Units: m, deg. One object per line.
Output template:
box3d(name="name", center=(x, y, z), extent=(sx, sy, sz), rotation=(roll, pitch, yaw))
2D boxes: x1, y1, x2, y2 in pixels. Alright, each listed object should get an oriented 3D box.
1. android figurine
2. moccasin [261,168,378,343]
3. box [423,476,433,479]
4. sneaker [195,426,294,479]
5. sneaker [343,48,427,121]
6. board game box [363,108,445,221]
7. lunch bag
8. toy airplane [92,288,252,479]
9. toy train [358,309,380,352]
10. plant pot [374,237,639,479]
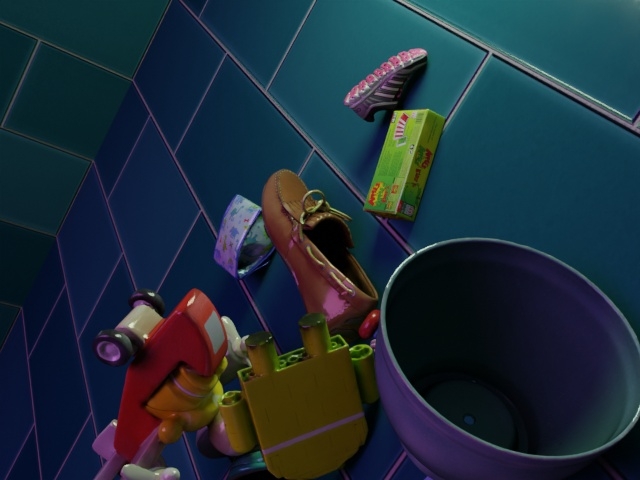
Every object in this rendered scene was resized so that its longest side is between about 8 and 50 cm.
box3d(name="android figurine", center=(-0.024, 0.248, 1.187), extent=(0.056, 0.248, 0.273), rotation=(-137, 30, -64))
box3d(name="moccasin", center=(-0.003, -0.001, 1.374), extent=(0.147, 0.139, 0.380), rotation=(-51, 37, 25))
box3d(name="box", center=(0.119, 0.387, 0.998), extent=(0.179, 0.043, 0.105), rotation=(-43, 31, -13))
box3d(name="sneaker", center=(-0.131, 0.389, 1.376), extent=(0.295, 0.124, 0.178), rotation=(-32, 39, 42))
box3d(name="sneaker", center=(0.127, -0.274, 1.411), extent=(0.170, 0.075, 0.063), rotation=(-36, 23, 10))
box3d(name="board game box", center=(0.140, -0.127, 1.322), extent=(0.092, 0.043, 0.181), rotation=(11, 81, 57))
box3d(name="lunch bag", center=(-0.157, -0.001, 1.641), extent=(0.151, 0.096, 0.129), rotation=(-58, 33, -1))
box3d(name="toy airplane", center=(-0.233, 0.292, 1.282), extent=(0.384, 0.272, 0.386), rotation=(95, -163, -76))
box3d(name="toy train", center=(0.131, 0.098, 1.076), extent=(0.143, 0.105, 0.248), rotation=(-56, -6, 0))
box3d(name="plant pot", center=(0.191, 0.169, 0.907), extent=(0.196, 0.293, 0.293), rotation=(104, 159, -44))
